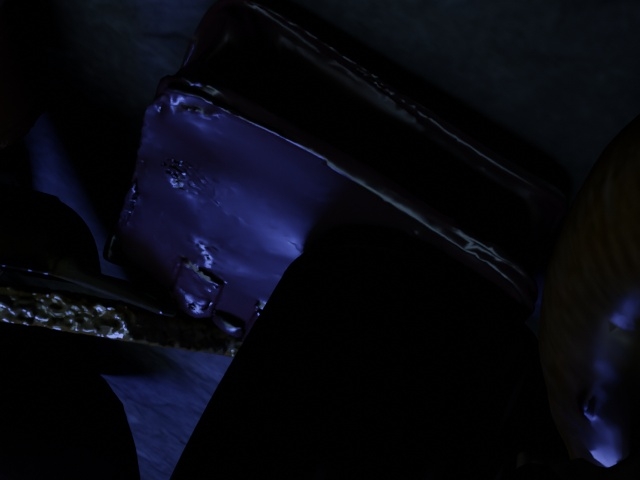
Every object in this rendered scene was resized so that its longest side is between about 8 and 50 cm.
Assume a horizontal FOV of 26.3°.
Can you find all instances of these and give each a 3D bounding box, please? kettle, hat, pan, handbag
[{"bbox_3d":[0.006,0.148,0.600,0.144,0.232,0.202,-7,131,44],"label":"kettle"},{"bbox_3d":[-0.307,0.123,0.968,0.336,0.238,0.209,13,146,43],"label":"hat"},{"bbox_3d":[-0.144,-0.001,0.716,0.202,0.048,0.128,10,178,15],"label":"pan"},{"bbox_3d":[0.002,-0.002,0.689,0.203,0.074,0.216,31,149,3],"label":"handbag"}]

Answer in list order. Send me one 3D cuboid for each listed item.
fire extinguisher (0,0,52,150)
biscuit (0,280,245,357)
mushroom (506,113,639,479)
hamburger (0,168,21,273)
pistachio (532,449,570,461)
[{"bbox_3d":[-0.190,-0.177,0.593,0.147,0.106,0.337,7,142,13],"label":"fire extinguisher"},{"bbox_3d":[-0.133,0.043,0.788,0.131,0.026,0.237,4,172,36],"label":"biscuit"},{"bbox_3d":[0.220,0.101,0.471,0.345,0.259,0.345,21,141,18],"label":"mushroom"},{"bbox_3d":[-0.239,0.011,0.839,0.081,0.141,0.126,45,157,6],"label":"hamburger"},{"bbox_3d":[0.134,0.235,0.759,0.321,0.229,0.238,32,178,8],"label":"pistachio"}]
